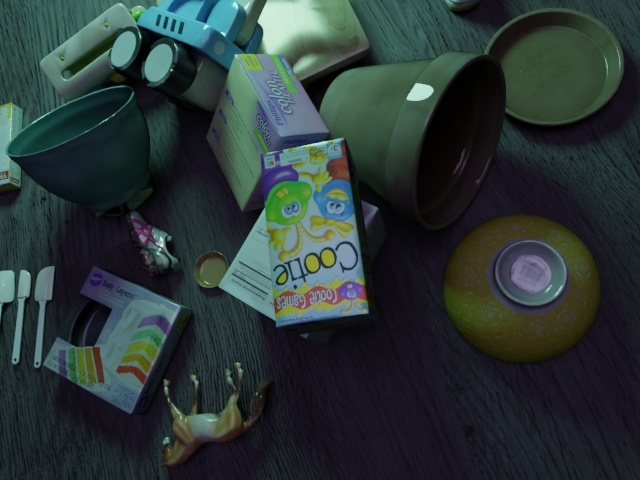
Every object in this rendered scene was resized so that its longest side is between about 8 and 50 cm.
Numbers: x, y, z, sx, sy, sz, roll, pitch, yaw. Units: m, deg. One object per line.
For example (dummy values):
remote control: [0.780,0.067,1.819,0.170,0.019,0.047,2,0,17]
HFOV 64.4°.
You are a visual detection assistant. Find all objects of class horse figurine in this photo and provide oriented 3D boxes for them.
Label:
horse figurine: [-0.220,0.352,1.031,0.263,0.066,0.175,-15,66,11]

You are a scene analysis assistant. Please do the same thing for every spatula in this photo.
spatula: [-0.723,0.186,1.222,0.168,0.019,0.242,-5,75,6]

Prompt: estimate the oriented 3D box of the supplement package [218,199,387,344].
supplement package: [-0.022,0.037,0.997,0.198,0.199,0.263,27,83,18]

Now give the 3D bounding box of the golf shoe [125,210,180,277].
golf shoe: [-0.391,0.001,1.176,0.085,0.068,0.186,-22,62,-27]

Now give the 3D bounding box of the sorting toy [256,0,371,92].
sorting toy: [-0.039,-0.473,1.202,0.255,0.089,0.257,-23,71,6]

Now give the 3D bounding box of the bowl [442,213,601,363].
bowl: [0.368,0.074,0.920,0.289,0.156,0.290,-3,75,12]

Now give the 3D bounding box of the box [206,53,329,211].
box: [-0.121,-0.221,1.065,0.117,0.243,0.214,-14,65,-34]

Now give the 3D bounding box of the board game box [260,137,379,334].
board game box: [0.000,0.000,0.821,0.144,0.142,0.276,-10,74,9]

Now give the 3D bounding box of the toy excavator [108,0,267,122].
toy excavator: [-0.187,-0.481,1.083,0.432,0.222,0.446,29,95,33]

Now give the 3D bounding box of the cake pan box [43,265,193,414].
cake pan box: [-0.448,0.212,1.122,0.266,0.070,0.246,22,79,18]

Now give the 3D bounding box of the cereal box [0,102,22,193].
cereal box: [-0.884,-0.235,1.358,0.172,0.047,0.241,-11,73,10]

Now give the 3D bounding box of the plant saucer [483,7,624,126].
plant saucer: [0.483,-0.362,1.074,0.277,0.041,0.278,-3,75,12]

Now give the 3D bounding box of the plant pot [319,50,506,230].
plant pot: [0.157,-0.214,0.994,0.280,0.323,0.323,24,81,34]

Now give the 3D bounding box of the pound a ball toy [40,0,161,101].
pound a ball toy: [-0.509,-0.483,1.300,0.319,0.208,0.136,-27,108,14]

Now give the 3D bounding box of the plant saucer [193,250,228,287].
plant saucer: [-0.242,0.066,1.140,0.083,0.015,0.084,-3,75,12]

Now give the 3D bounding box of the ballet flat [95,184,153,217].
ballet flat: [-0.471,-0.091,1.227,0.168,0.057,0.053,-12,101,13]

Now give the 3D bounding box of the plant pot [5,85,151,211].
plant pot: [-0.508,-0.190,1.149,0.292,0.196,0.293,-13,37,11]

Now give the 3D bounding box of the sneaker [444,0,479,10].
sneaker: [0.313,-0.680,1.155,0.111,0.131,0.297,-13,71,11]
